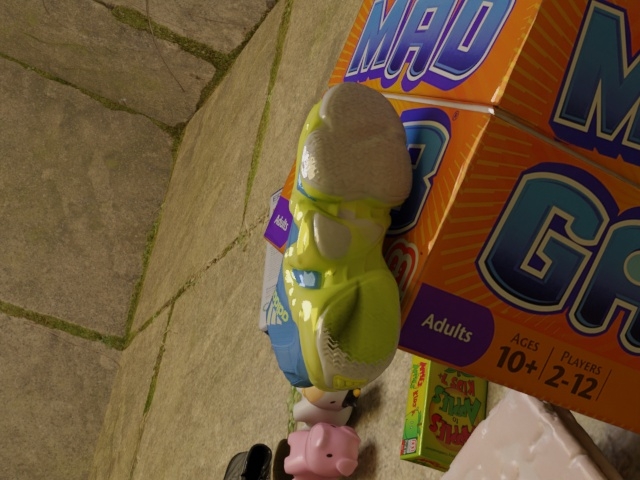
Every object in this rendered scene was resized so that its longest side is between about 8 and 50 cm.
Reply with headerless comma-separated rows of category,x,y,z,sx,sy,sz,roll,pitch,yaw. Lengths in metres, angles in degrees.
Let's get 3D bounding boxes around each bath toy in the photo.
bath toy,0.014,0.304,1.214,0.151,0.129,0.348,68,-156,-51

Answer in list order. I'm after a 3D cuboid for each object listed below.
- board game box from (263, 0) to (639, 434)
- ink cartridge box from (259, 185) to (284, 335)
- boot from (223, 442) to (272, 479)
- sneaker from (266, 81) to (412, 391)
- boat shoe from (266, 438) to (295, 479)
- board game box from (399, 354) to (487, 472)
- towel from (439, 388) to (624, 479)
board game box,0.212,-0.065,0.775,0.356,0.357,0.356,-67,22,4
ink cartridge box,0.036,-0.023,1.421,0.324,0.071,0.330,-31,38,31
boot,-0.154,0.480,1.425,0.161,0.083,0.246,126,161,-68
sneaker,0.000,0.000,0.607,0.126,0.091,0.240,-39,38,53
boat shoe,-0.073,0.415,1.382,0.049,0.056,0.152,-34,39,46
board game box,0.158,0.192,1.011,0.043,0.092,0.181,-33,41,53
towel,0.191,0.345,0.745,0.331,0.053,0.317,-61,38,24
